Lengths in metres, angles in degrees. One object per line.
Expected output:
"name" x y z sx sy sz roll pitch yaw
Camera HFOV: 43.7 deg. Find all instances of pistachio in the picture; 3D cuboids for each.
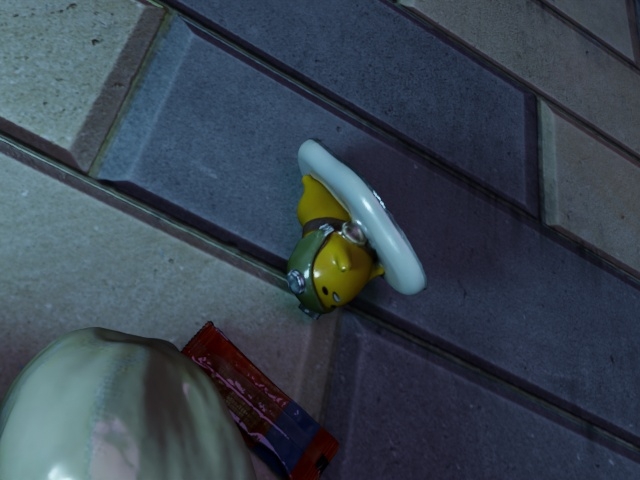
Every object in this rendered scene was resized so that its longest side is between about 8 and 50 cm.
"pistachio" -0.150 0.229 0.619 0.226 0.208 0.332 -16 82 4

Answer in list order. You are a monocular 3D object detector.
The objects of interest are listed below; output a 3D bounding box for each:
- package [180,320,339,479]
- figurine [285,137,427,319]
"package" -0.067 0.176 0.832 0.200 0.022 0.083 45 45 -3
"figurine" 0.000 0.000 0.969 0.141 0.166 0.250 -34 51 -10
